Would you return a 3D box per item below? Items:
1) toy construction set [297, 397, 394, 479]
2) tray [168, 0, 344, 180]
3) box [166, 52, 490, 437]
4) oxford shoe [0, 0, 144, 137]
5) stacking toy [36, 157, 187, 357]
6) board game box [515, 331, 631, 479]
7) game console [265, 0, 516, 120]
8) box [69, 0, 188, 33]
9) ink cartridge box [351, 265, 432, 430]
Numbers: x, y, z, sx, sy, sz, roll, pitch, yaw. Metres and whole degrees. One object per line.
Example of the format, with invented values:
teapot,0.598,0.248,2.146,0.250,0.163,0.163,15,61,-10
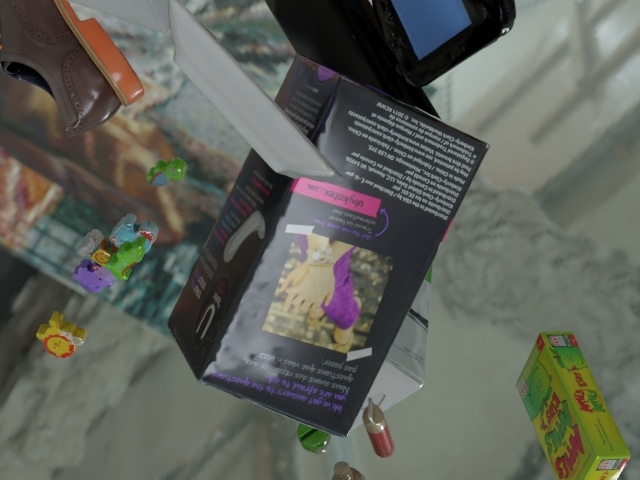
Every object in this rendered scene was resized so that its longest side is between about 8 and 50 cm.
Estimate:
toy construction set,-0.022,0.292,1.480,0.308,0.257,0.237,-63,161,-21
tray,-0.044,-0.087,0.991,0.030,0.145,0.270,-43,179,3
box,0.000,0.000,1.231,0.270,0.143,0.165,-64,-161,6
oxford shoe,-0.292,-0.221,1.438,0.098,0.271,0.097,-39,168,-9
stacking toy,-0.229,0.018,1.664,0.221,0.052,0.167,-42,-159,37
board game box,0.279,0.199,1.643,0.181,0.043,0.092,-108,-153,-44
game console,0.065,-0.199,1.333,0.044,0.213,0.361,-33,-177,-23
box,-0.175,-0.266,1.210,0.130,0.170,0.091,-58,155,-21
ink cartridge box,0.057,0.112,1.831,0.153,0.087,0.208,-37,-149,36
